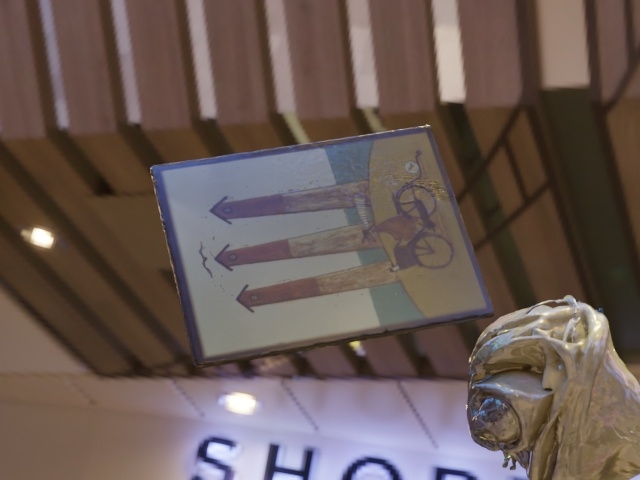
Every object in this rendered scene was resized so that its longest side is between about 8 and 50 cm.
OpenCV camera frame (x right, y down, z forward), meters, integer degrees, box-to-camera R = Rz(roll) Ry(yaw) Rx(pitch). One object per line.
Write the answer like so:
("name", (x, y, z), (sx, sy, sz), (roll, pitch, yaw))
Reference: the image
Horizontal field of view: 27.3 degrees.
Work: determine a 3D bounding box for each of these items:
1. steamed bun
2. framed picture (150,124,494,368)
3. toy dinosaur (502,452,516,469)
("steamed bun", (0.306, 0.234, 1.815), (0.207, 0.280, 0.268), (-19, -5, -17))
("framed picture", (0.000, 0.000, 1.403), (0.323, 0.244, 0.013), (-9, -28, -14))
("toy dinosaur", (0.309, 0.322, 2.015), (0.119, 0.060, 0.029), (19, -34, -26))
